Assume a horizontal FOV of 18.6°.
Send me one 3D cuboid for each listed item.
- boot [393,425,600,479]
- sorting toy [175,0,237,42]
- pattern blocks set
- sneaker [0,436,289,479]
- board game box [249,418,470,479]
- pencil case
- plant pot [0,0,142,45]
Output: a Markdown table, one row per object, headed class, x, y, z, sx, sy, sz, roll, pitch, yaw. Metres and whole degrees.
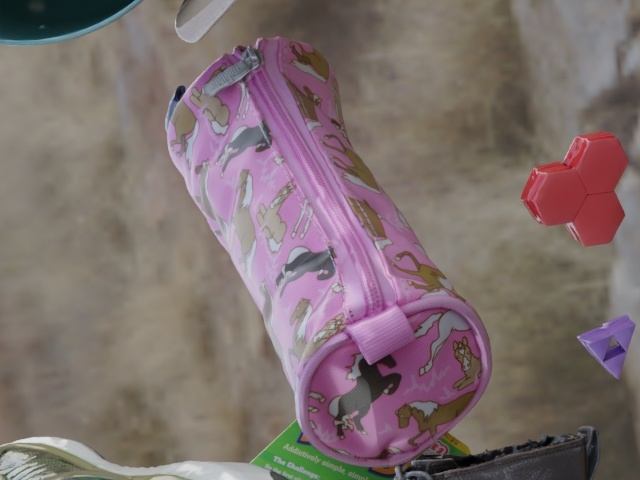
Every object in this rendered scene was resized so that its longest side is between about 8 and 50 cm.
| class | x | y | z | sx | sy | sz | roll | pitch | yaw |
| --- | --- | --- | --- | --- | --- | --- | --- | --- | --- |
| boot | 0.085 | 0.249 | 1.255 | 0.091 | 0.263 | 0.229 | -2 | 104 | 63 |
| sorting toy | -0.034 | -0.269 | 1.514 | 0.193 | 0.038 | 0.208 | -39 | 29 | 51 |
| pattern blocks set | 0.316 | -0.020 | 1.422 | 0.026 | 0.325 | 0.285 | 34 | 153 | 59 |
| sneaker | -0.188 | 0.189 | 1.149 | 0.410 | 0.182 | 0.158 | -11 | 77 | 47 |
| board game box | -0.009 | 0.210 | 1.474 | 0.124 | 0.259 | 0.039 | 35 | 148 | 21 |
| pencil case | 0.000 | 0.000 | 1.509 | 0.160 | 0.167 | 0.386 | -49 | 40 | 19 |
| plant pot | -0.223 | -0.309 | 1.603 | 0.235 | 0.293 | 0.293 | -66 | -29 | -82 |
